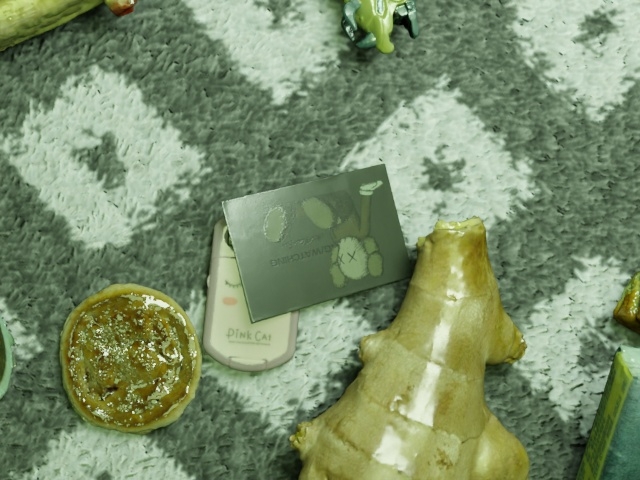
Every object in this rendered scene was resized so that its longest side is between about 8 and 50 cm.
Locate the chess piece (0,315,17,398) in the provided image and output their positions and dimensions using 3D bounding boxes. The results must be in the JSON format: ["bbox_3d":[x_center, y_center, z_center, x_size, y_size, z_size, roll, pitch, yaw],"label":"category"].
[{"bbox_3d":[-0.465,0.135,0.868,0.298,0.176,0.175,-22,91,8],"label":"chess piece"}]

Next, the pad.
[{"bbox_3d":[0.000,0.000,0.949,0.190,0.004,0.127,-15,91,-21],"label":"pad"}]

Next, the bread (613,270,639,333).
[{"bbox_3d":[0.392,0.079,0.949,0.140,0.128,0.069,23,83,-10],"label":"bread"}]

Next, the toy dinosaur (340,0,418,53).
[{"bbox_3d":[0.046,-0.326,0.947,0.153,0.094,0.259,-31,84,-9],"label":"toy dinosaur"}]

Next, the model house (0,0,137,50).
[{"bbox_3d":[-0.294,-0.308,0.874,0.196,0.160,0.254,-30,93,-6],"label":"model house"}]

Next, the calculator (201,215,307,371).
[{"bbox_3d":[-0.068,0.050,0.952,0.100,0.032,0.174,6,88,-6],"label":"calculator"}]

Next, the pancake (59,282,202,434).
[{"bbox_3d":[-0.197,0.123,0.941,0.158,0.028,0.158,0,87,-4],"label":"pancake"}]

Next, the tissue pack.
[{"bbox_3d":[0.361,0.236,0.922,0.185,0.081,0.257,7,115,-3],"label":"tissue pack"}]

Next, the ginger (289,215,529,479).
[{"bbox_3d":[0.124,0.173,0.906,0.236,0.166,0.375,32,93,11],"label":"ginger"}]
